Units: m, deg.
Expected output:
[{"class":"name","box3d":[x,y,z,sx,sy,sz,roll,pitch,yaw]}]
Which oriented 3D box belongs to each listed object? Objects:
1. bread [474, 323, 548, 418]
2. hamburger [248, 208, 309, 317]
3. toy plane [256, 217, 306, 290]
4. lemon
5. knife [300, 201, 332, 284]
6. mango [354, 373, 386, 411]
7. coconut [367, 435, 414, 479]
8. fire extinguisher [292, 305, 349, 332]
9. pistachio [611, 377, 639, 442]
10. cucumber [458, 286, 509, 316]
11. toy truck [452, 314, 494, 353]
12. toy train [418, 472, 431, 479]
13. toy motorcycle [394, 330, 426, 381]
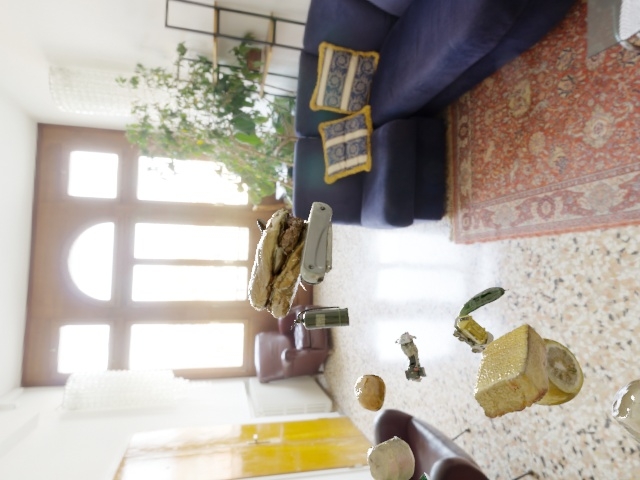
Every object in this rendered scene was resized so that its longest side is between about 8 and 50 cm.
[{"class":"bread","box3d":[0.569,0.385,1.194,0.114,0.275,0.185,49,124,5]},{"class":"hamburger","box3d":[-0.107,0.058,1.099,0.259,0.145,0.283,-67,0,-58]},{"class":"toy plane","box3d":[-0.156,0.050,1.516,0.326,0.104,0.223,50,179,-27]},{"class":"lemon","box3d":[0.828,0.500,1.520,0.219,0.241,0.240,124,146,-52]},{"class":"knife","box3d":[-0.003,-0.001,0.975,0.265,0.073,0.040,-85,1,-47]},{"class":"mango","box3d":[0.225,0.670,1.778,0.109,0.147,0.227,64,176,-12]},{"class":"coconut","box3d":[0.182,0.552,1.013,0.110,0.125,0.110,-13,72,45]},{"class":"fire extinguisher","box3d":[-0.004,0.390,1.996,0.093,0.295,0.118,58,-153,-75]},{"class":"pistachio","box3d":[1.007,0.508,1.177,0.331,0.226,0.207,76,-166,-65]},{"class":"cucumber","box3d":[0.432,0.159,1.079,0.168,0.039,0.039,-47,40,42]},{"class":"toy truck","box3d":[0.693,0.422,1.824,0.114,0.227,0.098,-25,32,49]},{"class":"toy train","box3d":[0.230,0.671,0.851,0.266,0.202,0.145,-48,-17,-8]},{"class":"toy motorcycle","box3d":[0.384,0.490,1.720,0.150,0.102,0.221,37,-141,-55]}]
